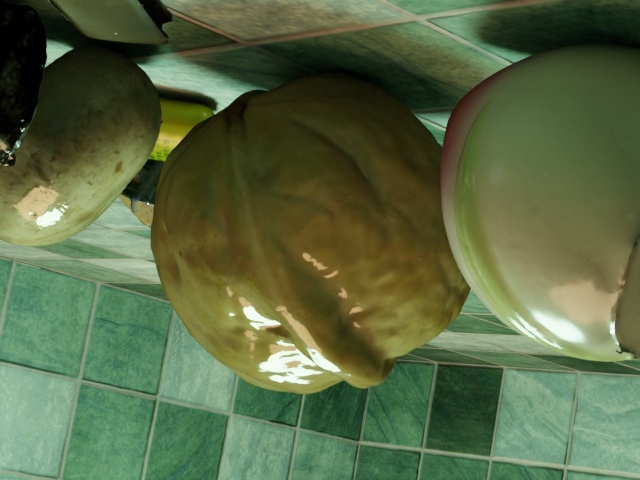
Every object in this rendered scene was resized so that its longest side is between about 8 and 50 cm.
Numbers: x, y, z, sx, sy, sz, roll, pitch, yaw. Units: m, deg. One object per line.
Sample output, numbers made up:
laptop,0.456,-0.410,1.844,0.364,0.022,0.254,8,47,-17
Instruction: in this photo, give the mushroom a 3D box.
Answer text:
mushroom,-0.297,-0.120,1.777,0.195,0.254,0.189,43,167,-3

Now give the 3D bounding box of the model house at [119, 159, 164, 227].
model house,-0.200,-0.088,2.136,0.183,0.166,0.172,21,164,39

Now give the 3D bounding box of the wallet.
wallet,-0.220,-0.241,1.579,0.110,0.031,0.198,7,170,11

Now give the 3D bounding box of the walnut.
walnut,-0.012,-0.006,1.790,0.381,0.381,0.381,10,170,2

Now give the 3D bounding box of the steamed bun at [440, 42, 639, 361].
steamed bun,0.235,-0.053,1.512,0.309,0.309,0.309,10,170,2

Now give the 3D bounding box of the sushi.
sushi,-0.423,-0.168,1.682,0.170,0.211,0.350,18,176,-34

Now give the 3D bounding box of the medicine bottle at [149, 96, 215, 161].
medicine bottle,-0.282,-0.154,2.006,0.309,0.076,0.111,10,155,2
